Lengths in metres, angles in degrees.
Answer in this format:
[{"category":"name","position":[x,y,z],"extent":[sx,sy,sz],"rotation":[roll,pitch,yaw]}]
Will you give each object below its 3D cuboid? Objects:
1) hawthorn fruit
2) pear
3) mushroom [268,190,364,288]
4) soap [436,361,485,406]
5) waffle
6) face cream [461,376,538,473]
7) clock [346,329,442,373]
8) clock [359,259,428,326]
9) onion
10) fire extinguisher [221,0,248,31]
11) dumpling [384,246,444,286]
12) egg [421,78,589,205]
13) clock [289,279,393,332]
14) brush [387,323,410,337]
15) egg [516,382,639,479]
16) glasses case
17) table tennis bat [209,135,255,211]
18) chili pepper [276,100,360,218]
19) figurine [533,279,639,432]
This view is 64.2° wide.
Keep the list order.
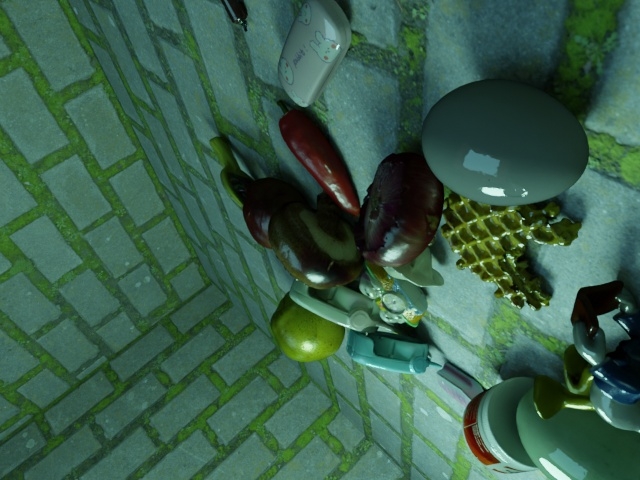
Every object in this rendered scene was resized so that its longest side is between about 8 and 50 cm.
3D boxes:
[{"category":"hawthorn fruit","position":[-0.159,-0.096,1.590],"extent":[0.248,0.208,0.208],"rotation":[39,157,7]},{"category":"pear","position":[-0.046,0.332,1.977],"extent":[0.294,0.294,0.294],"rotation":[42,157,23]},{"category":"mushroom","position":[-0.009,0.000,1.376],"extent":[0.297,0.278,0.163],"rotation":[24,145,-35]},{"category":"soap","position":[0.417,0.435,1.490],"extent":[0.149,0.056,0.100],"rotation":[31,153,43]},{"category":"waffle","position":[0.330,0.003,0.957],"extent":[0.259,0.069,0.293],"rotation":[35,153,34]},{"category":"face cream","position":[0.460,0.443,1.216],"extent":[0.201,0.201,0.187],"rotation":[45,157,17]},{"category":"clock","position":[0.220,0.331,1.535],"extent":[0.274,0.094,0.223],"rotation":[10,178,-7]},{"category":"clock","position":[0.191,0.145,1.381],"extent":[0.144,0.103,0.231],"rotation":[-27,101,43]},{"category":"onion","position":[0.161,-0.060,1.025],"extent":[0.248,0.161,0.248],"rotation":[178,90,-68]},{"category":"fire extinguisher","position":[-0.209,-0.558,1.176],"extent":[0.158,0.043,0.064],"rotation":[61,-174,-23]},{"category":"dumpling","position":[0.183,0.028,1.178],"extent":[0.216,0.126,0.166],"rotation":[67,-159,-2]},{"category":"egg","position":[0.259,-0.137,0.727],"extent":[0.231,0.176,0.176],"rotation":[21,144,40]},{"category":"clock","position":[0.079,0.177,1.537],"extent":[0.324,0.109,0.265],"rotation":[24,-175,8]},{"category":"brush","position":[0.220,0.275,1.674],"extent":[0.178,0.030,0.033],"rotation":[19,136,37]},{"category":"egg","position":[0.527,0.403,1.013],"extent":[0.282,0.203,0.203],"rotation":[37,155,35]},{"category":"glasses case","position":[-0.019,-0.376,1.039],"extent":[0.113,0.075,0.297],"rotation":[53,158,1]},{"category":"table tennis bat","position":[-0.280,-0.214,1.755],"extent":[0.369,0.054,0.224],"rotation":[58,-158,19]},{"category":"chili pepper","position":[-0.011,-0.203,1.292],"extent":[0.369,0.091,0.137],"rotation":[58,173,-7]},{"category":"figurine","position":[0.516,0.181,0.808],"extent":[0.338,0.204,0.284],"rotation":[-9,111,52]}]
